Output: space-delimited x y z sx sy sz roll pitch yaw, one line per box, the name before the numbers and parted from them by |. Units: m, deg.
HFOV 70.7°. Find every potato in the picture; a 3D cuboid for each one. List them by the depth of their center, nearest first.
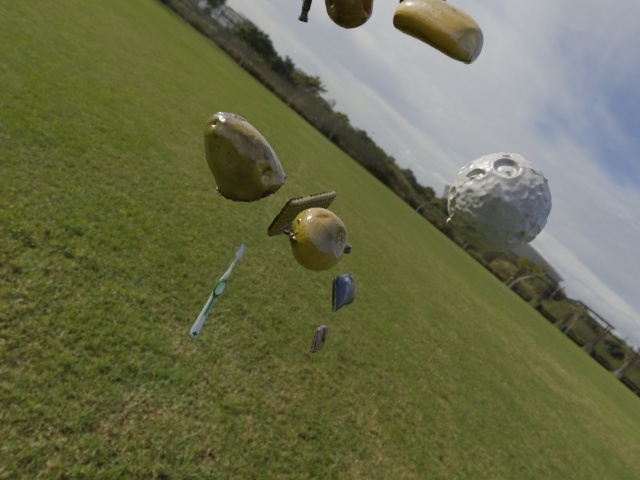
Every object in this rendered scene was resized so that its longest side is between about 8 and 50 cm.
potato | -0.242 -0.262 1.335 0.229 0.229 0.266 46 -16 29

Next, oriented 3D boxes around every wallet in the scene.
wallet | -0.001 0.425 1.944 0.038 0.118 0.152 14 -4 18

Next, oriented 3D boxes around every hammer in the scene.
hammer | -0.054 -0.712 1.301 0.028 0.103 0.247 7 36 -17

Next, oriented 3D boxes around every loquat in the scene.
loquat | 0.000 0.000 1.233 0.204 0.149 0.172 17 60 -32

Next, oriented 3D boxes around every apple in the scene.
apple | 0.067 -0.564 1.050 0.126 0.101 0.126 163 -90 -79

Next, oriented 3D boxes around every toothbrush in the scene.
toothbrush | -0.294 0.143 1.295 0.030 0.304 0.030 28 -8 4

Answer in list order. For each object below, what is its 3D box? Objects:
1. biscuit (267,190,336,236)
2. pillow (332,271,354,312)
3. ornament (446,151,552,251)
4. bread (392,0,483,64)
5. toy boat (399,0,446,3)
biscuit | -0.059 -0.091 1.526 0.254 0.172 0.029 -18 65 -49
pillow | 0.091 0.198 1.785 0.055 0.142 0.208 3 4 22
ornament | 0.599 -0.135 1.523 0.337 0.337 0.337 37 13 -10
bread | 0.271 -0.483 1.018 0.217 0.098 0.147 41 35 28
toy boat | 0.322 -0.752 1.418 0.148 0.049 0.047 13 -15 6
